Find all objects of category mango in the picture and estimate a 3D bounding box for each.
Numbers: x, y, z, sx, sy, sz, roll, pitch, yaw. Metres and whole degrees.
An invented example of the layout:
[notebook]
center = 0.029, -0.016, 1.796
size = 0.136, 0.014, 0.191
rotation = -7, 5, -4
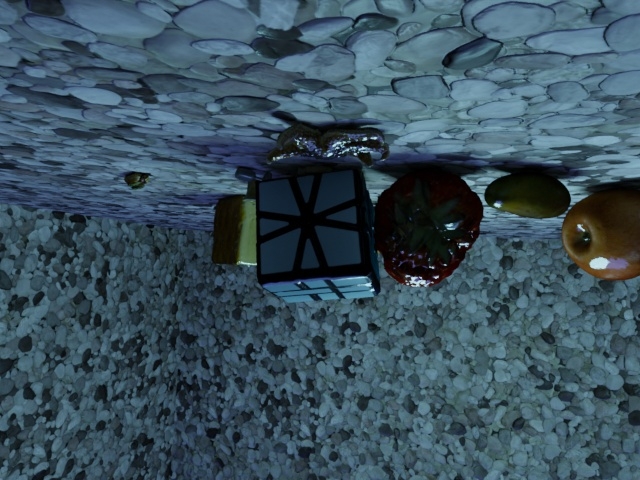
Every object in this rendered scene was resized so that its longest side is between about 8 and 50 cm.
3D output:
[mango]
center = 0.506, -0.108, 1.232
size = 0.267, 0.111, 0.133
rotation = 3, -167, -29

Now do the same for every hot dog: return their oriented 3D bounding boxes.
[hot dog]
center = -0.569, -0.182, 1.586
size = 0.056, 0.041, 0.133
rotation = 6, 176, -39

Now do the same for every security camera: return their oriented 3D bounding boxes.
[security camera]
center = -0.184, -0.174, 1.388
size = 0.092, 0.058, 0.058
rotation = 19, 170, -26

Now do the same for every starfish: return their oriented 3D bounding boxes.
[starfish]
center = 0.007, -0.178, 0.963
size = 0.238, 0.071, 0.216
rotation = -9, 166, 24

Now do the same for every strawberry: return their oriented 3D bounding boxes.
[strawberry]
center = 0.260, -0.042, 1.339
size = 0.267, 0.312, 0.351
rotation = 23, -165, -1

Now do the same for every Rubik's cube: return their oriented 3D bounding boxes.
[Rubik's cube]
center = 0.000, 0.000, 1.361
size = 0.293, 0.289, 0.283
rotation = -8, 161, 12

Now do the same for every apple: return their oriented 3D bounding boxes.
[apple]
center = 0.785, -0.017, 1.384
size = 0.206, 0.252, 0.272
rotation = 4, -171, -11

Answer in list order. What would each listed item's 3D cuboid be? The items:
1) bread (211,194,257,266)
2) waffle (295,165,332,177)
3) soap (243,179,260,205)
[bread]
center = -0.289, -0.031, 2.029
size = 0.207, 0.279, 0.279
rotation = 7, 172, -31
[waffle]
center = -0.019, -0.175, 1.358
size = 0.092, 0.021, 0.135
rotation = 3, 177, -4
[soap]
center = -0.107, -0.141, 1.576
size = 0.233, 0.076, 0.135
rotation = 3, 176, 9
